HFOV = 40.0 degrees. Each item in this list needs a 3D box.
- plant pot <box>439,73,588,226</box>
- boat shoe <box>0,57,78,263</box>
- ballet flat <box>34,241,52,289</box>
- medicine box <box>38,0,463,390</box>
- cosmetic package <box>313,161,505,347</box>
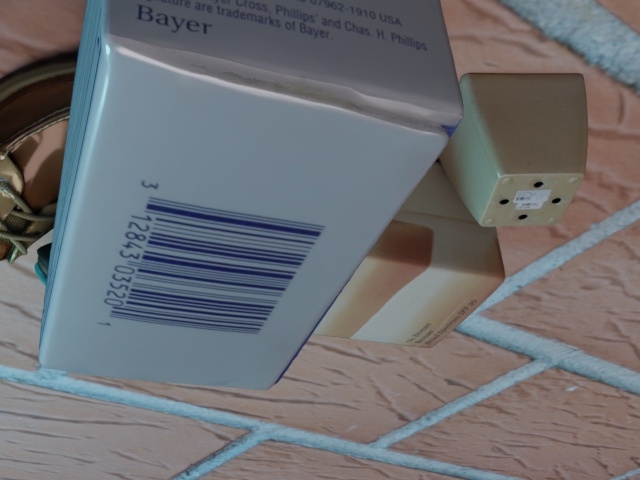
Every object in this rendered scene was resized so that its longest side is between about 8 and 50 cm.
[{"bbox_3d":[0.171,-0.071,0.761,0.109,0.096,0.109,-1,147,-7],"label":"plant pot"},{"bbox_3d":[-0.264,-0.034,0.727,0.324,0.119,0.122,-23,143,24],"label":"boat shoe"},{"bbox_3d":[-0.194,0.018,0.765,0.095,0.096,0.280,36,167,-16],"label":"ballet flat"},{"bbox_3d":[-0.060,-0.103,0.502,0.149,0.289,0.263,9,144,-18],"label":"medicine box"},{"bbox_3d":[0.000,0.000,0.811,0.296,0.129,0.153,9,145,-20],"label":"cosmetic package"}]
